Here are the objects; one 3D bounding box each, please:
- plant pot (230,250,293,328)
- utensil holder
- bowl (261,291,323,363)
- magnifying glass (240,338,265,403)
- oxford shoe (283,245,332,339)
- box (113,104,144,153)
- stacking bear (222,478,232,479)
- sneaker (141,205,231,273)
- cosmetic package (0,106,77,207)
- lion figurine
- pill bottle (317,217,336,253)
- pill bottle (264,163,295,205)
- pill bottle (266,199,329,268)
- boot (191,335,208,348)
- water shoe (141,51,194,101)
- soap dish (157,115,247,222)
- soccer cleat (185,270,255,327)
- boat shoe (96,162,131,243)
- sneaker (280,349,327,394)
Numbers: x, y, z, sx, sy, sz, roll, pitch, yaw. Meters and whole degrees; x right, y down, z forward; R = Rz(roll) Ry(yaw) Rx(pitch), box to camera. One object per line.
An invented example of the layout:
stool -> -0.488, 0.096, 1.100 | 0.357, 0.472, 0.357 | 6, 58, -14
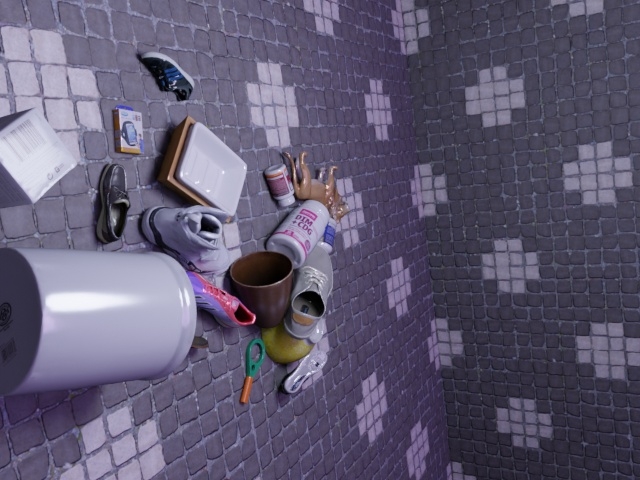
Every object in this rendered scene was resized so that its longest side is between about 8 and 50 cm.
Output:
plant pot -> -0.194, 0.189, 2.001 | 0.215, 0.216, 0.230 | -50, 144, -48
utensil holder -> -0.538, 0.174, 1.298 | 0.386, 0.328, 0.327 | 9, 79, -56
bowl -> -0.082, 0.336, 2.194 | 0.290, 0.156, 0.289 | 6, 83, -58
magnifying glass -> -0.248, 0.466, 2.038 | 0.092, 0.026, 0.230 | 43, 50, -49
oxford shoe -> -0.031, 0.170, 2.147 | 0.449, 0.169, 0.130 | -74, -173, -47
box -> -0.543, -0.314, 1.610 | 0.081, 0.028, 0.136 | -6, 94, -59
stacking bear -> -0.370, 0.832, 1.686 | 0.289, 0.176, 0.164 | 2, 88, -51
sneaker -> -0.347, 0.005, 1.729 | 0.366, 0.210, 0.137 | 40, 54, -50
cosmetic package -> -0.673, -0.174, 1.231 | 0.151, 0.184, 0.151 | 64, 38, -33
lion figurine -> -0.030, -0.214, 2.374 | 0.392, 0.142, 0.240 | 14, 81, -45
pill bottle -> 0.000, 0.000, 2.399 | 0.112, 0.112, 0.186 | 40, 53, -50
pill bottle -> -0.153, -0.212, 2.190 | 0.086, 0.086, 0.151 | -50, 129, -49
pill bottle -> -0.080, -0.030, 2.224 | 0.283, 0.161, 0.160 | -56, 133, -46
boot -> -0.414, 0.268, 1.722 | 0.219, 0.082, 0.106 | 25, 69, -54
water shoe -> -0.459, -0.494, 1.721 | 0.203, 0.073, 0.080 | 29, 66, -54
soap dish -> -0.371, -0.217, 1.798 | 0.291, 0.118, 0.228 | 40, 54, -50
soccer cleat -> -0.332, 0.190, 1.829 | 0.318, 0.117, 0.108 | 50, 47, -46
boat shoe -> -0.548, -0.102, 1.537 | 0.080, 0.074, 0.223 | 21, 70, -57
sneaker -> -0.076, 0.509, 2.212 | 0.217, 0.121, 0.079 | -38, 89, -28
